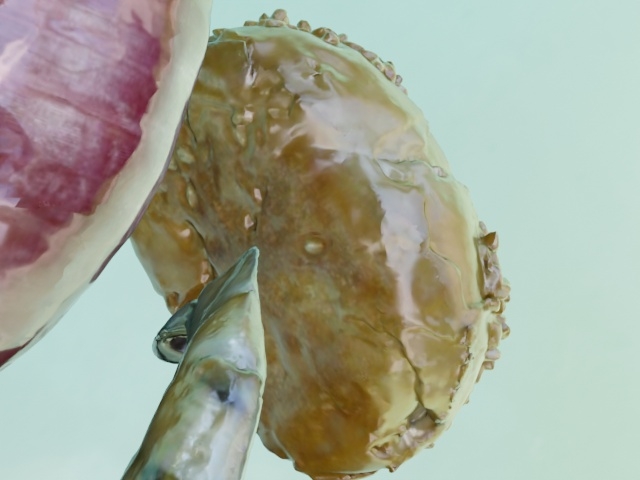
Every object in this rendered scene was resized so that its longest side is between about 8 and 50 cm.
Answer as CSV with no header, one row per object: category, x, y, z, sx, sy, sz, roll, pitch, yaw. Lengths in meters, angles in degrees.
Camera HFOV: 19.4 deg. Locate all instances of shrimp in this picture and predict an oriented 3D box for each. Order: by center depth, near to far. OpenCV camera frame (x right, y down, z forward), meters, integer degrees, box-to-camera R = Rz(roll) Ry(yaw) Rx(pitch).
shrimp,-0.053,0.083,0.534,0.051,0.217,0.150,23,57,-9

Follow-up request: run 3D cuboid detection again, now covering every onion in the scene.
onion,-0.217,-0.100,0.770,0.285,0.347,0.348,14,68,-45

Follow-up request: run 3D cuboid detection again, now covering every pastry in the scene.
pastry,0.000,0.000,1.248,0.162,0.255,0.311,-28,85,-43
